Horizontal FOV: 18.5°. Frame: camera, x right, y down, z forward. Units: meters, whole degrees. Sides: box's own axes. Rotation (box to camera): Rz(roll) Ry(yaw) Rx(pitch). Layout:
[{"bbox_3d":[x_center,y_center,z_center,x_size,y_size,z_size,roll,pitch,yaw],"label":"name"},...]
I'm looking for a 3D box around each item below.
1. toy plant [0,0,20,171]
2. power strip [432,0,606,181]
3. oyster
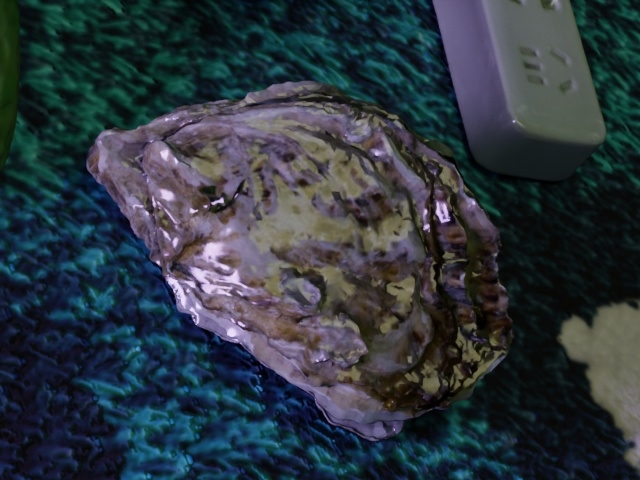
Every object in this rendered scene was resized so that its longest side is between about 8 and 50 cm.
[{"bbox_3d":[-0.240,-0.246,1.104,0.210,0.356,0.317,0,54,-3],"label":"toy plant"},{"bbox_3d":[0.125,-0.223,1.474,0.091,0.062,0.385,7,57,-31],"label":"power strip"},{"bbox_3d":[0.000,0.000,1.229,0.198,0.112,0.268,-38,92,-21],"label":"oyster"}]
